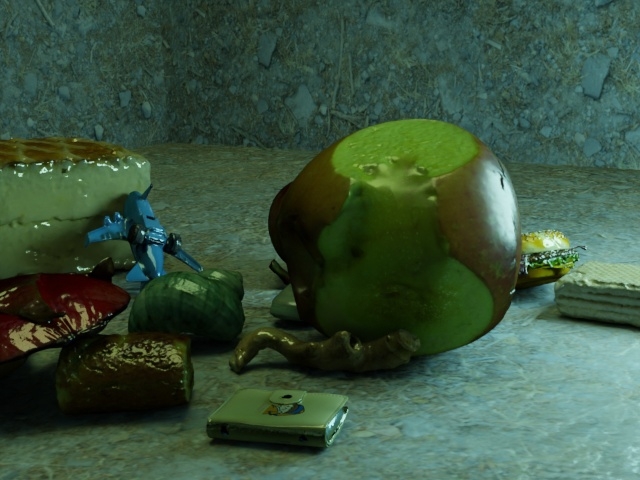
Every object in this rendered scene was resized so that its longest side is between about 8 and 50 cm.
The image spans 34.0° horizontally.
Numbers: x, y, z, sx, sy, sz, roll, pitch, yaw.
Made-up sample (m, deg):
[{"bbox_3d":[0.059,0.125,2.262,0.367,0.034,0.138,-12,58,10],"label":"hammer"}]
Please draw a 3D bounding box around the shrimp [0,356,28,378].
[{"bbox_3d":[-0.603,0.151,1.655,0.272,0.085,0.445,-12,19,-19],"label":"shrimp"}]

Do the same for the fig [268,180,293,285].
[{"bbox_3d":[0.009,-0.014,2.025,0.235,0.215,0.235,-3,-14,-1],"label":"fig"}]

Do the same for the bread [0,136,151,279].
[{"bbox_3d":[-0.596,-0.073,2.188,0.371,0.279,0.390,-9,13,-37],"label":"bread"}]

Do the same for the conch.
[{"bbox_3d":[-0.206,0.108,1.661,0.188,0.122,0.176,-4,-12,-24],"label":"conch"}]

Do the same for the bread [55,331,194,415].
[{"bbox_3d":[-0.257,0.175,1.393,0.172,0.103,0.132,-2,12,-2],"label":"bread"}]

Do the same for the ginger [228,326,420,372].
[{"bbox_3d":[0.002,0.157,1.506,0.288,0.075,0.089,-1,-29,16],"label":"ginger"}]

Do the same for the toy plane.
[{"bbox_3d":[-0.338,-0.006,2.012,0.254,0.105,0.271,18,41,-35],"label":"toy plane"}]

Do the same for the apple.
[{"bbox_3d":[0.110,-0.003,1.560,0.374,0.374,0.384,-4,1,-8],"label":"apple"}]

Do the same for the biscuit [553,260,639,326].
[{"bbox_3d":[0.587,0.099,1.652,0.426,0.079,0.144,6,16,37],"label":"biscuit"}]

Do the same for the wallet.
[{"bbox_3d":[-0.050,0.221,1.298,0.155,0.039,0.110,2,16,19],"label":"wallet"}]

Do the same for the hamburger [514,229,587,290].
[{"bbox_3d":[0.371,0.034,1.868,0.189,0.093,0.164,-10,-10,-5],"label":"hamburger"}]

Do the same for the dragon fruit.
[{"bbox_3d":[-0.391,0.097,1.434,0.282,0.100,0.343,-7,12,35],"label":"dragon fruit"}]

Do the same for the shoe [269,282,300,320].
[{"bbox_3d":[0.021,0.078,1.804,0.251,0.100,0.103,-10,15,-42],"label":"shoe"}]
